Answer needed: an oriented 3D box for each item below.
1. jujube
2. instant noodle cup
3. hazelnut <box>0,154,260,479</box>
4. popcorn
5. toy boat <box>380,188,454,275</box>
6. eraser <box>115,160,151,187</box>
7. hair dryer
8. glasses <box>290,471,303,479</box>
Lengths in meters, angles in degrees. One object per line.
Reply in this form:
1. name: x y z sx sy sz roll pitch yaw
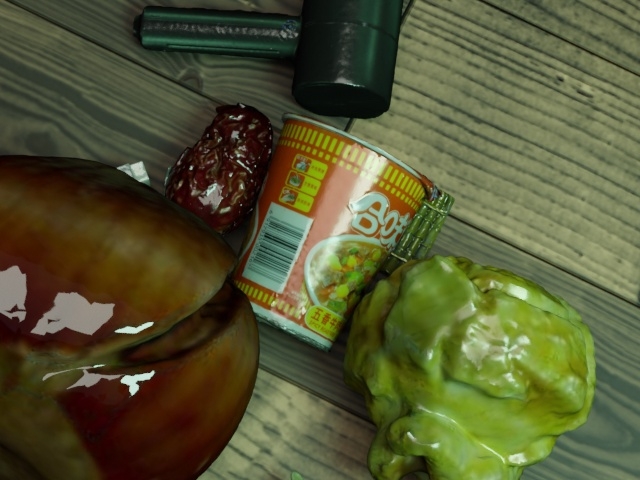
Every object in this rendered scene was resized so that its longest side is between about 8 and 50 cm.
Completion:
1. jujube: -0.104 -0.072 1.861 0.104 0.104 0.166 32 75 4
2. instant noodle cup: 0.000 0.000 1.819 0.193 0.193 0.212 25 85 3
3. hazelnut: -0.260 0.081 1.686 0.409 0.359 0.359 16 76 1
4. popcorn: 0.142 0.146 1.764 0.276 0.225 0.276 -9 76 39
5. toy boat: 0.099 -0.012 1.900 0.063 0.016 0.115 28 77 4
6. eraser: -0.246 -0.049 1.869 0.122 0.052 0.029 -23 80 -8
7. hair dryer: -0.057 -0.276 1.917 0.302 0.116 0.244 5 74 5
8. glasses: 0.003 0.343 1.744 0.239 0.102 0.207 24 68 27
